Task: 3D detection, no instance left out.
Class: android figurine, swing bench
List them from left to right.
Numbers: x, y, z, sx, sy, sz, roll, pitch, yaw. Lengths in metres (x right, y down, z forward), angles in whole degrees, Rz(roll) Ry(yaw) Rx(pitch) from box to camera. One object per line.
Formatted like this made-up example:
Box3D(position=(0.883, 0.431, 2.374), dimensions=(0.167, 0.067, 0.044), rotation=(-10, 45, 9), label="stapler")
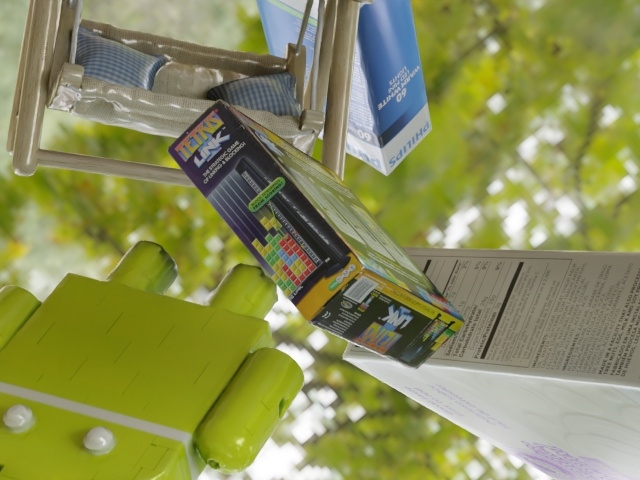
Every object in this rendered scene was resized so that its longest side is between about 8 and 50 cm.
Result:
Box3D(position=(-0.143, 0.102, 1.331), dimensions=(0.248, 0.056, 0.273), rotation=(14, -138, 24), label="android figurine")
Box3D(position=(-0.100, -0.166, 1.528), dimensions=(0.165, 0.253, 0.255), rotation=(-144, -118, -76), label="swing bench")

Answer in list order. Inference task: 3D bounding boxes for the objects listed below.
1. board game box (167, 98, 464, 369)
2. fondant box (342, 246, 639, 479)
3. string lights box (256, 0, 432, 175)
Box3D(position=(0.000, 0.000, 1.157), dimensions=(0.048, 0.141, 0.170), rotation=(-45, 154, 8), label="board game box")
Box3D(position=(0.207, 0.097, 1.308), dimensions=(0.330, 0.238, 0.096), rotation=(2, -115, 57), label="fondant box")
Box3D(position=(0.017, -0.190, 1.830), dimensions=(0.077, 0.133, 0.260), rotation=(-47, 148, -23), label="string lights box")
